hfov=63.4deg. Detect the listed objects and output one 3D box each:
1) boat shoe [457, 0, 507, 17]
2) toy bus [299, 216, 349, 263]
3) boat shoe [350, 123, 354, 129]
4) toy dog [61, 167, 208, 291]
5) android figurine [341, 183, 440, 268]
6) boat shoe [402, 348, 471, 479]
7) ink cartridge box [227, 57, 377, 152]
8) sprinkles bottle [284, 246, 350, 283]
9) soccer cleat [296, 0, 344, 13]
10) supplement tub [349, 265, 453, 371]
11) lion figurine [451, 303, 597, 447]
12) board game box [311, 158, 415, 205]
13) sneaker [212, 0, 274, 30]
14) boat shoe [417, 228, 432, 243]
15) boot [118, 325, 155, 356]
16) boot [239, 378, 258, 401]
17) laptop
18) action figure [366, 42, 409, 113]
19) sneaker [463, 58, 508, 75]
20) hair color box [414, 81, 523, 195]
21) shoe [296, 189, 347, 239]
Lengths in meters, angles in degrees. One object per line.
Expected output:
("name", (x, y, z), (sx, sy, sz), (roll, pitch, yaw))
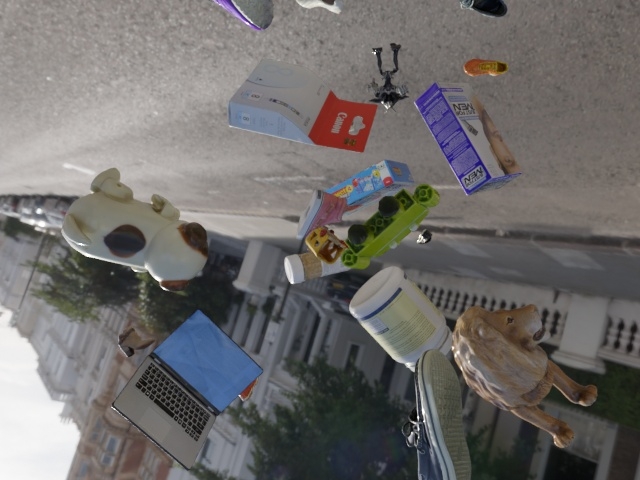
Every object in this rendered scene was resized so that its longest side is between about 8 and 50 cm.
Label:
("boat shoe", (0.439, -0.714, 1.493), (0.254, 0.095, 0.079), (16, -145, -34))
("toy bus", (0.000, 0.002, 1.837), (0.191, 0.104, 0.202), (38, -172, 15))
("boat shoe", (0.059, -0.515, 2.297), (0.116, 0.099, 0.319), (-18, -169, -16))
("toy dog", (-0.542, -0.021, 1.603), (0.408, 0.284, 0.395), (25, 180, -7))
("android figurine", (0.152, -0.029, 1.125), (0.056, 0.248, 0.273), (52, -166, 18))
("boat shoe", (0.319, 0.533, 1.482), (0.156, 0.500, 0.187), (2, -152, 35))
("ink cartridge box", (-0.035, -0.398, 1.502), (0.385, 0.308, 0.091), (13, 132, 6))
("sprinkles bottle", (0.029, 0.091, 2.223), (0.355, 0.121, 0.121), (-12, -178, -19))
("soccer cleat", (-0.006, -0.844, 1.802), (0.196, 0.068, 0.076), (24, -179, 23))
("supplement tub", (0.287, 0.277, 1.814), (0.325, 0.235, 0.235), (47, 167, -8))
("lion figurine", (0.290, 0.188, 0.852), (0.240, 0.142, 0.392), (35, 176, 2))
("board game box", (0.163, -0.184, 1.895), (0.302, 0.086, 0.308), (-25, 175, 22))
("sneaker", (-0.241, -0.636, 1.296), (0.293, 0.102, 0.146), (44, 162, -13))
("boat shoe", (0.411, -0.006, 2.036), (0.042, 0.049, 0.133), (41, 171, 13))
("boot", (-0.594, 0.313, 1.656), (0.087, 0.118, 0.042), (61, -176, 21))
("boot", (-0.335, 0.643, 2.365), (0.059, 0.158, 0.084), (-12, 127, 28))
("laptop", (-0.483, 0.556, 1.964), (0.236, 0.408, 0.382), (-35, 106, 29))
("action figure", (0.260, -0.611, 2.016), (0.164, 0.141, 0.275), (-2, 125, 13))
("sneaker", (0.597, -0.630, 1.867), (0.175, 0.064, 0.067), (-9, -173, -19))
("hair color box", (0.445, -0.312, 1.561), (0.185, 0.339, 0.110), (-14, 164, -41))
("shoe", (0.001, -0.051, 1.242), (0.081, 0.063, 0.178), (14, 143, -14))
